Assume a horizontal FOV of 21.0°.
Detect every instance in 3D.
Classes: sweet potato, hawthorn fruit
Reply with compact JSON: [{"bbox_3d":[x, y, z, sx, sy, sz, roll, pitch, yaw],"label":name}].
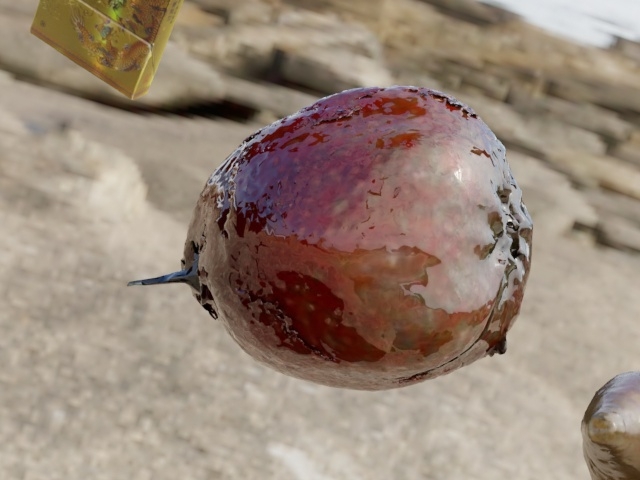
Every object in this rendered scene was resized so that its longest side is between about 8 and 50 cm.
[{"bbox_3d":[0.128,0.074,0.585,0.051,0.065,0.218,13,-12,29],"label":"sweet potato"},{"bbox_3d":[0.000,0.000,0.973,0.235,0.181,0.181,-3,10,14],"label":"hawthorn fruit"}]

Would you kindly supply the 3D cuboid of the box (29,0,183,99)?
[{"bbox_3d":[-0.118,-0.173,1.054,0.089,0.156,0.022,35,29,15],"label":"box"}]
